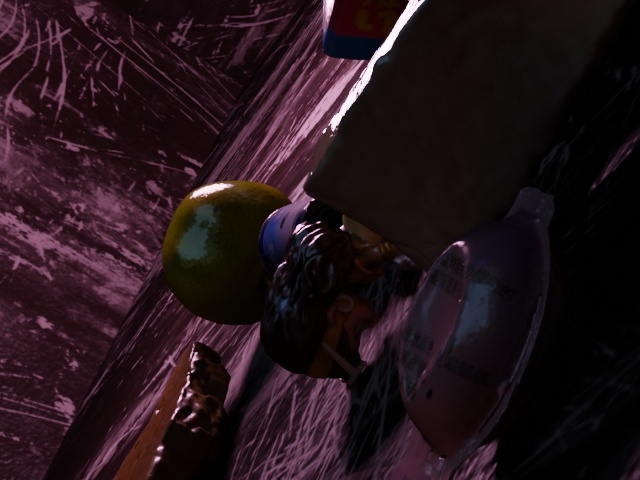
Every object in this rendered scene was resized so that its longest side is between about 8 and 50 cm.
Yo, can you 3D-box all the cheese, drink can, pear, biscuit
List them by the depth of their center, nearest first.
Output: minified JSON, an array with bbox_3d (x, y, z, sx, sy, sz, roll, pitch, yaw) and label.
[{"bbox_3d":[0.089,0.099,1.248,0.189,0.074,0.286,-155,86,-76],"label":"cheese"},{"bbox_3d":[0.128,-0.143,1.507,0.332,0.153,0.292,-53,4,48],"label":"cheese"},{"bbox_3d":[0.000,0.000,2.002,0.097,0.097,0.235,-60,9,-7],"label":"drink can"},{"bbox_3d":[-0.210,0.321,2.177,0.394,0.076,0.368,-58,9,21],"label":"biscuit"},{"bbox_3d":[-0.090,0.022,2.276,0.180,0.166,0.216,-48,39,-5],"label":"pear"}]

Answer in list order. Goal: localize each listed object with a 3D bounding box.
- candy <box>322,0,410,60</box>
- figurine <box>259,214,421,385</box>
[{"bbox_3d":[0.097,-0.275,1.680,0.306,0.157,0.100,104,167,-58],"label":"candy"},{"bbox_3d":[0.030,0.013,1.722,0.240,0.116,0.175,-59,10,-4],"label":"figurine"}]
